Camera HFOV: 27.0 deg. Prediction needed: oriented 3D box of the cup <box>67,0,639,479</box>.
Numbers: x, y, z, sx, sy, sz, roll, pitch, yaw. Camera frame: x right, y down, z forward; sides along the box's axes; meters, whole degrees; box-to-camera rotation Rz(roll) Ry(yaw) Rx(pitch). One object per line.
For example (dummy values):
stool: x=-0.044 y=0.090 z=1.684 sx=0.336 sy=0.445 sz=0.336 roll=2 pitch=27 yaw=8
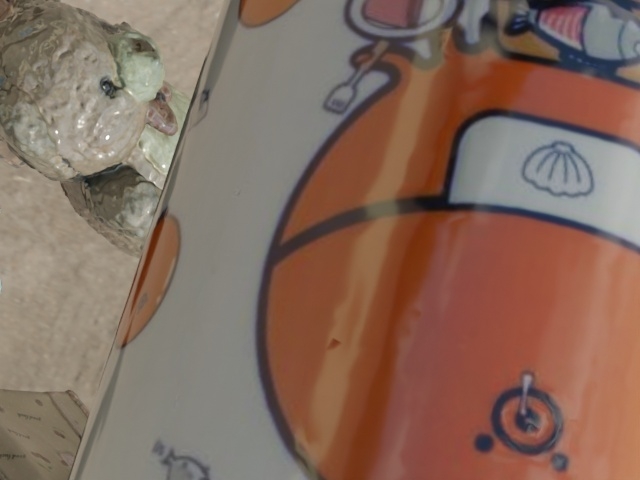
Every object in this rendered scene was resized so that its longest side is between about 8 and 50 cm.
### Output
cup: x=0.044 y=0.027 z=0.426 sx=0.212 sy=0.212 sz=0.317 roll=32 pitch=64 yaw=-41

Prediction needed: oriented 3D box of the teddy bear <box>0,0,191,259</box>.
teddy bear: x=-0.175 y=-0.097 z=1.143 sx=0.151 sy=0.236 sz=0.267 roll=-21 pitch=134 yaw=13

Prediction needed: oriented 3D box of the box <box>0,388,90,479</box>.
box: x=-0.261 y=0.302 z=1.172 sx=0.225 sy=0.297 sz=0.190 roll=-54 pitch=149 yaw=11

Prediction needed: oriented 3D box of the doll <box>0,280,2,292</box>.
doll: x=-0.376 y=0.025 z=1.401 sx=0.075 sy=0.120 sz=0.180 roll=-60 pitch=147 yaw=-59

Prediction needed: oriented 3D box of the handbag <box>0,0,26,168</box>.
handbag: x=-0.376 y=-0.217 z=1.611 sx=0.190 sy=0.251 sz=0.193 roll=-38 pitch=85 yaw=-4
